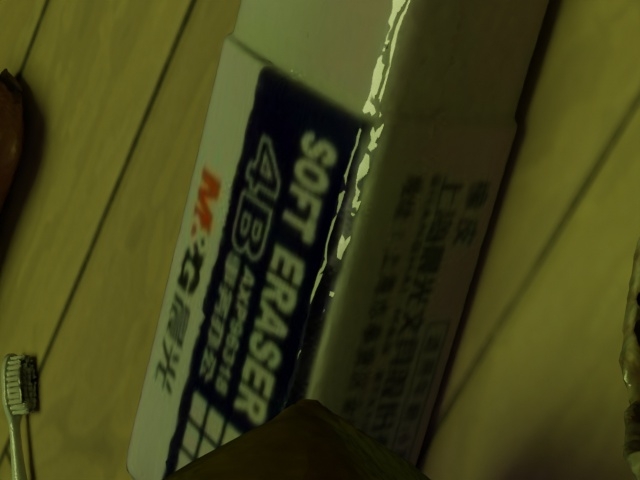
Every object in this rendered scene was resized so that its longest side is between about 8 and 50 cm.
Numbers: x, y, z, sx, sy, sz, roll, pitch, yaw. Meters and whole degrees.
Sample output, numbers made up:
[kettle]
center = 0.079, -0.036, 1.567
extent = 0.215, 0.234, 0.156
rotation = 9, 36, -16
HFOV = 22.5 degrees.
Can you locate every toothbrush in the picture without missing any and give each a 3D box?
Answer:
[toothbrush]
center = -0.179, 0.197, 0.980
extent = 0.024, 0.018, 0.257
rotation = -10, 81, 45

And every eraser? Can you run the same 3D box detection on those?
[eraser]
center = 0.000, 0.000, 0.698
extent = 0.130, 0.086, 0.287
rotation = 34, 116, 49

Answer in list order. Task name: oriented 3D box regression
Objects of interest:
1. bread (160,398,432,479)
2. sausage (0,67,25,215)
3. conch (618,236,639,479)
[bread]
center = 0.010, 0.257, 0.489
extent = 0.239, 0.264, 0.395
rotation = -39, 61, 9
[sausage]
center = -0.282, 0.078, 1.058
extent = 0.419, 0.094, 0.094
rotation = -70, 27, 23
[conch]
center = 0.193, 0.022, 0.356
extent = 0.324, 0.263, 0.186
rotation = -111, 2, -81
